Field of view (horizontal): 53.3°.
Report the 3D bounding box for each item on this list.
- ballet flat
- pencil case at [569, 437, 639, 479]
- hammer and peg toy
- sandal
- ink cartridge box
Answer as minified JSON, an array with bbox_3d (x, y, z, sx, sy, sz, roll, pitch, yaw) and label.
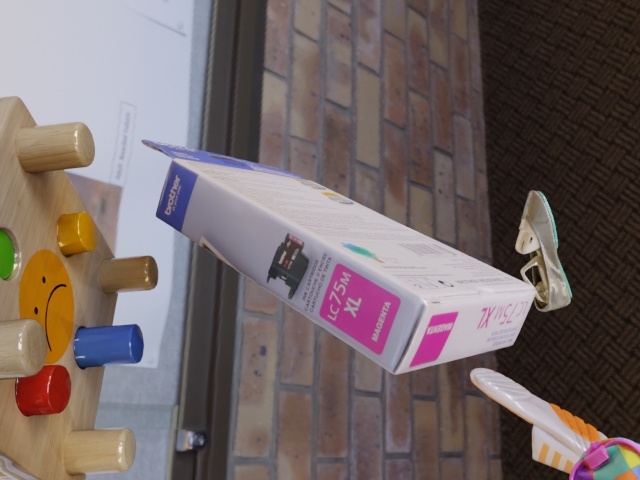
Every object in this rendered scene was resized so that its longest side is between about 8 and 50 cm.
[{"bbox_3d":[0.361,0.024,1.057,0.072,0.068,0.213,-117,6,-73],"label":"ballet flat"},{"bbox_3d":[0.379,0.286,0.739,0.104,0.236,0.105,-19,60,37],"label":"pencil case"},{"bbox_3d":[-0.232,0.103,0.498,0.266,0.127,0.362,82,-176,-53],"label":"hammer and peg toy"},{"bbox_3d":[0.345,0.299,1.006,0.265,0.102,0.076,32,109,27],"label":"sandal"},{"bbox_3d":[0.000,0.000,0.533,0.311,0.185,0.065,31,107,35],"label":"ink cartridge box"}]
